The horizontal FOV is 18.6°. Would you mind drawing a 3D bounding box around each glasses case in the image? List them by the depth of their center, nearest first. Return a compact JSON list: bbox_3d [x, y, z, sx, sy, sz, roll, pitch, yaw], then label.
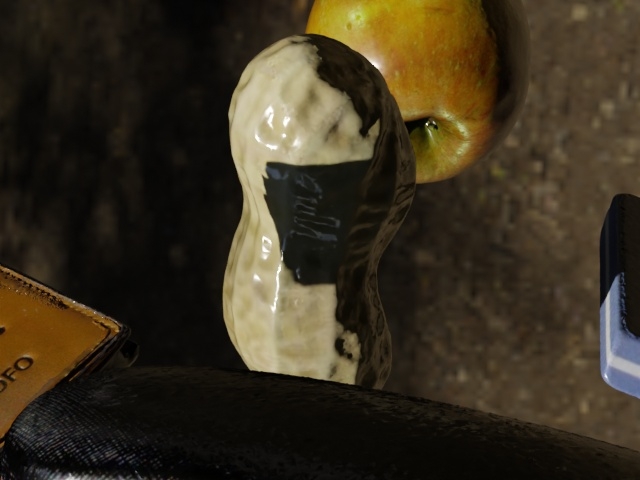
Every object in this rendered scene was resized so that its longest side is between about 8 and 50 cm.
[{"bbox_3d":[0.037,0.108,0.723,0.321,0.122,0.082,11,105,15],"label":"glasses case"}]

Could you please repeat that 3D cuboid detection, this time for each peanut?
[{"bbox_3d":[0.000,0.000,1.356,0.120,0.136,0.298,-130,38,-60],"label":"peanut"}]

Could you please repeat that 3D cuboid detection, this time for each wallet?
[{"bbox_3d":[-0.214,0.087,1.061,0.161,0.195,0.042,20,140,41],"label":"wallet"}]

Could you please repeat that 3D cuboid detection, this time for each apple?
[{"bbox_3d":[0.092,-0.176,1.831,0.237,0.237,0.208,-50,34,46],"label":"apple"}]

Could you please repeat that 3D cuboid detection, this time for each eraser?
[{"bbox_3d":[0.261,0.045,1.529,0.225,0.082,0.036,-79,11,-56],"label":"eraser"}]
